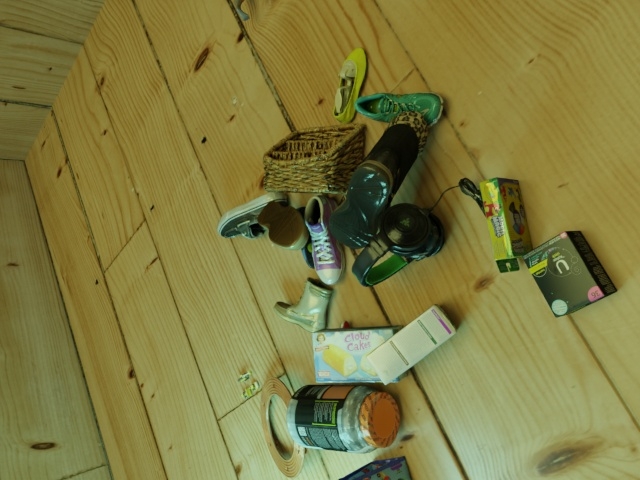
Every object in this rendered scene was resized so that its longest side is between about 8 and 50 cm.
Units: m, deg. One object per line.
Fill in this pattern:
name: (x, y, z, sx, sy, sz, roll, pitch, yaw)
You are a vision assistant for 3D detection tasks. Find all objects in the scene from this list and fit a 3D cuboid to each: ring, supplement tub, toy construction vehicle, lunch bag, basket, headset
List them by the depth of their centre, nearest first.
headset: (0.261, -0.003, 1.492, 0.394, 0.243, 0.185, -46, 67, 15)
lunch bag: (0.136, 0.757, 1.575, 0.138, 0.293, 0.221, -28, 72, 39)
supplement tub: (0.066, 0.529, 1.703, 0.315, 0.193, 0.194, -13, 83, 43)
basket: (-0.037, -0.256, 1.762, 0.299, 0.213, 0.223, 7, 97, 42)
ring: (-0.126, 0.632, 1.940, 0.336, 0.032, 0.337, 15, 108, 60)
toy construction vehicle: (-0.275, 0.538, 2.126, 0.098, 0.035, 0.086, -37, 67, 37)

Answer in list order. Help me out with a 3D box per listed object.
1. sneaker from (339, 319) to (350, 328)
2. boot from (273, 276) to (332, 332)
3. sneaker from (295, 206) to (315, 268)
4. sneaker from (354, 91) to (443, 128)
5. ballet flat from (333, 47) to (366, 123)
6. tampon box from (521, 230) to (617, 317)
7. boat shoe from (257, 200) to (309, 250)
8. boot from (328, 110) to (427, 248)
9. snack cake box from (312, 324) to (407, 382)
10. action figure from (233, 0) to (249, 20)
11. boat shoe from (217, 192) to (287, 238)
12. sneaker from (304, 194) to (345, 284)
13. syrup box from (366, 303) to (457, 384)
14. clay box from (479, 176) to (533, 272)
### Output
sneaker: (0.096, 0.310, 1.771, 0.067, 0.042, 0.119, 4, 102, 47)
boot: (-0.057, 0.197, 1.888, 0.213, 0.077, 0.165, 21, 106, 35)
sneaker: (-0.046, -0.007, 1.887, 0.082, 0.069, 0.210, -27, 76, 62)
sneaker: (0.215, -0.367, 1.596, 0.275, 0.109, 0.107, 11, 98, 41)
ballet flat: (0.084, -0.475, 1.736, 0.077, 0.077, 0.231, 21, 105, 41)
tampon box: (0.562, 0.075, 1.292, 0.120, 0.101, 0.161, -39, 66, 37)
boat shoe: (-0.095, -0.036, 1.769, 0.122, 0.110, 0.341, -50, 26, 2)
boot: (0.160, -0.161, 1.572, 0.138, 0.284, 0.377, 30, 149, 9)
snack cake box: (0.114, 0.334, 1.683, 0.264, 0.089, 0.152, -8, 86, 28)
action figure: (-0.278, -1.003, 1.998, 0.330, 0.178, 0.341, 54, 127, 16)
boat shoe: (-0.248, -0.063, 2.024, 0.335, 0.121, 0.119, -27, 69, 38)
sneaker: (-0.001, 0.000, 1.761, 0.102, 0.161, 0.283, -9, 86, 18)
syrup box: (0.246, 0.275, 1.528, 0.236, 0.093, 0.096, -38, 78, 10)
clay box: (0.453, -0.037, 1.373, 0.053, 0.127, 0.222, -17, 81, 41)
